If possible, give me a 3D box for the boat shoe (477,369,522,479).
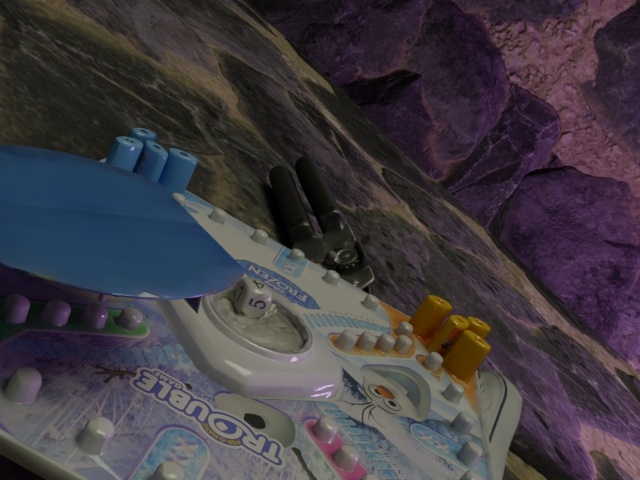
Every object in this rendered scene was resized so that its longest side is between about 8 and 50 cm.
[{"bbox_3d":[0.124,0.161,0.644,0.084,0.095,0.258,48,16,4],"label":"boat shoe"}]

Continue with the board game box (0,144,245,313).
[{"bbox_3d":[-0.125,-0.001,0.368,0.133,0.033,0.169,5,25,-43],"label":"board game box"}]

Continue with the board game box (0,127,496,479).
[{"bbox_3d":[-0.041,0.054,0.481,0.390,0.050,0.390,30,17,-1],"label":"board game box"}]

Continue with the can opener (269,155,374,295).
[{"bbox_3d":[0.000,0.000,0.849,0.283,0.076,0.095,-113,-178,-56],"label":"can opener"}]
